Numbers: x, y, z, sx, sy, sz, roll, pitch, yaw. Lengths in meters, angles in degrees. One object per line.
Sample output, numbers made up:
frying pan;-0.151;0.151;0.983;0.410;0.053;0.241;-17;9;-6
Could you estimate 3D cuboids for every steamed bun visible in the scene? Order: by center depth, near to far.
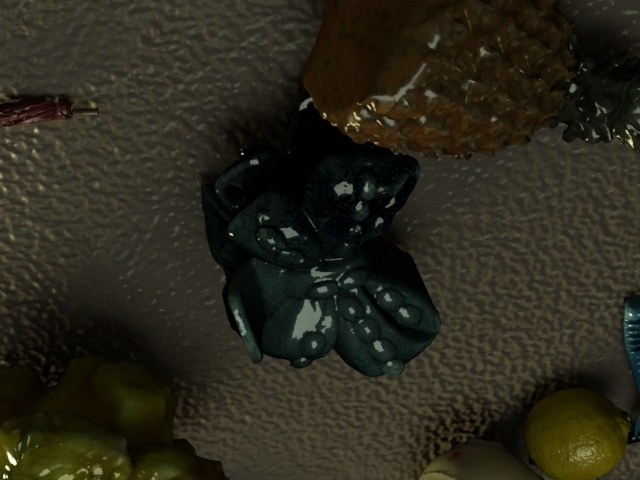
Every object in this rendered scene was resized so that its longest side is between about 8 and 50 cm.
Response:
steamed bun;0.200;0.321;1.864;0.130;0.177;0.228;-36;145;-25

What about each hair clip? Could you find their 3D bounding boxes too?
hair clip;-0.005;0.004;1.527;0.206;0.194;0.310;-17;135;-7

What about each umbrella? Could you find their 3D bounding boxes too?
umbrella;-0.287;-0.117;1.457;0.165;0.027;0.025;-4;159;-10

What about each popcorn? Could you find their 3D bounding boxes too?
popcorn;-0.274;0.266;1.640;0.325;0.290;0.321;-38;120;-14

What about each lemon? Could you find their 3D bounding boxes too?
lemon;0.295;0.222;1.824;0.133;0.109;0.109;-24;132;21

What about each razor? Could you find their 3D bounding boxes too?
razor;0.373;0.157;1.826;0.082;0.042;0.253;-12;133;2

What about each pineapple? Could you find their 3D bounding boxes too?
pineapple;0.167;-0.151;1.405;0.362;0.202;0.202;12;130;-32

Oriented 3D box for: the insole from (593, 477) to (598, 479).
insole;0.318;0.344;2.014;0.064;0.004;0.188;-6;133;-4
